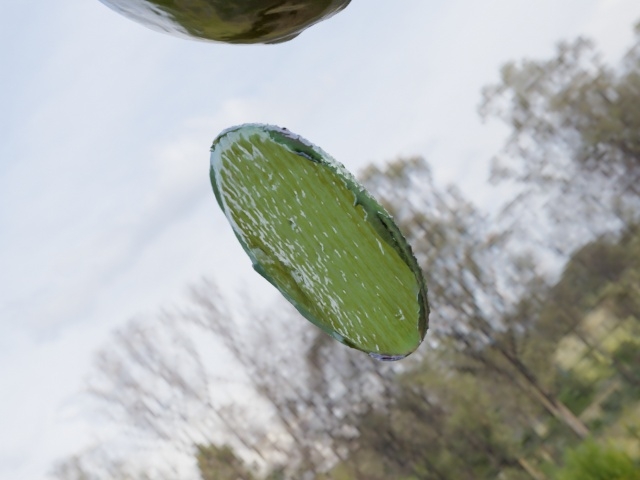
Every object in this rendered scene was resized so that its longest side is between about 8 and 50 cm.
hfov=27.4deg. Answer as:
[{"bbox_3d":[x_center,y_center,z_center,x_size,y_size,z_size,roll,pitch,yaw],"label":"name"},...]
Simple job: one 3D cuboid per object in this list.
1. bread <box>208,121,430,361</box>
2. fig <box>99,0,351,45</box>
[{"bbox_3d":[0.000,-0.003,1.316,0.045,0.301,0.301,-43,-10,-24],"label":"bread"},{"bbox_3d":[-0.106,-0.338,1.187,0.343,0.343,0.343,-41,-11,-10],"label":"fig"}]
